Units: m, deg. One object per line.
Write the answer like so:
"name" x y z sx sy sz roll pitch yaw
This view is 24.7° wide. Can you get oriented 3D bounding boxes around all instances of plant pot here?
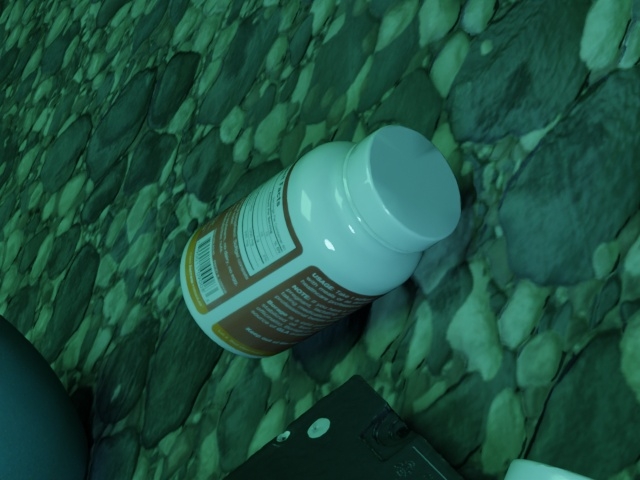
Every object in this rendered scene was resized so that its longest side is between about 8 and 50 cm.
"plant pot" -0.340 0.206 1.392 0.290 0.195 0.290 -39 35 35

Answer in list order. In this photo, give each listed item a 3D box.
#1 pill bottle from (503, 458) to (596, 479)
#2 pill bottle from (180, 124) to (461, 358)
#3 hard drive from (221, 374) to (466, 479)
"pill bottle" 0.099 0.239 0.713 0.136 0.136 0.245 2 67 59
"pill bottle" 0.000 0.000 1.103 0.216 0.121 0.121 -31 41 42
"hard drive" -0.049 0.249 0.896 0.339 0.064 0.237 -38 28 -8
